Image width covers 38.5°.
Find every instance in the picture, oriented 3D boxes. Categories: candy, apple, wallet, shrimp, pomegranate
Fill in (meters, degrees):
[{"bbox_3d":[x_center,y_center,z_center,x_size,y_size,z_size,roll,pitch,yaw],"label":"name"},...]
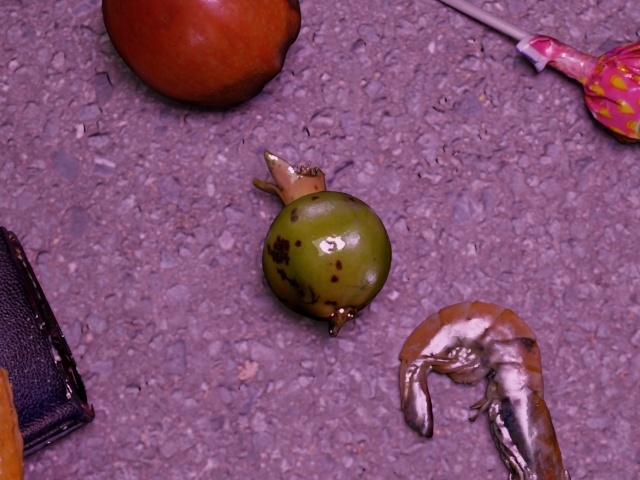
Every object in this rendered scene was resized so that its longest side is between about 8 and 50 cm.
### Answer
[{"bbox_3d":[0.281,-0.236,1.121,0.365,0.124,0.124,32,80,16],"label":"candy"},{"bbox_3d":[-0.132,-0.266,1.072,0.230,0.230,0.229,0,77,1],"label":"apple"},{"bbox_3d":[-0.406,0.142,1.057,0.221,0.071,0.262,-29,75,0],"label":"wallet"},{"bbox_3d":[0.183,0.214,1.033,0.169,0.058,0.295,-13,73,5],"label":"shrimp"},{"bbox_3d":[-0.013,-0.002,1.039,0.156,0.156,0.220,-41,62,-8],"label":"pomegranate"}]

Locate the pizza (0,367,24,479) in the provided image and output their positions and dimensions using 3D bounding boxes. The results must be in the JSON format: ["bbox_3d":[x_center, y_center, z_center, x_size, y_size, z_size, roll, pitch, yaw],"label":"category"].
[{"bbox_3d":[-0.442,0.320,0.933,0.406,0.130,0.439,7,86,35],"label":"pizza"}]
